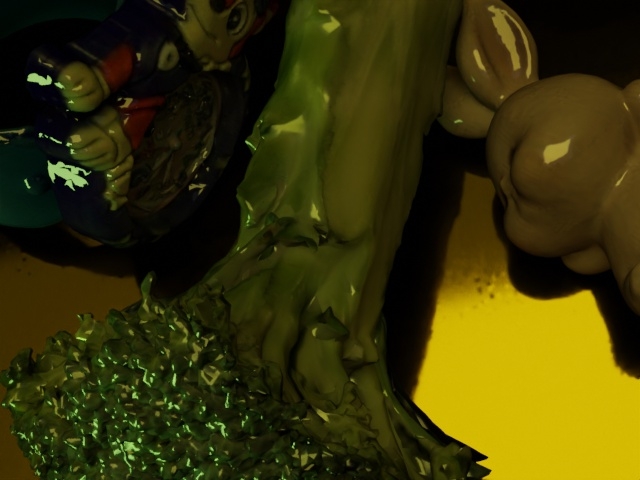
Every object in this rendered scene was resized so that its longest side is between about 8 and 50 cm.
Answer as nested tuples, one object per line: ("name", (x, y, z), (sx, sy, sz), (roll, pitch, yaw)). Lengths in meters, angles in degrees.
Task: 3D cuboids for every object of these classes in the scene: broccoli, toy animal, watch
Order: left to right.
("watch", (-0.147, -0.106, 0.768), (0.200, 0.171, 0.196), (25, 58, 21))
("broccoli", (-0.021, -0.004, 0.650), (0.252, 0.221, 0.361), (1, 81, -33))
("toy animal", (0.130, -0.041, 0.723), (0.212, 0.124, 0.124), (30, 80, 23))
